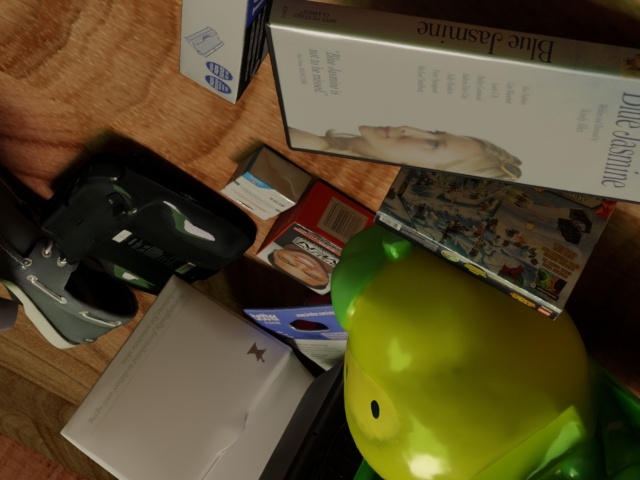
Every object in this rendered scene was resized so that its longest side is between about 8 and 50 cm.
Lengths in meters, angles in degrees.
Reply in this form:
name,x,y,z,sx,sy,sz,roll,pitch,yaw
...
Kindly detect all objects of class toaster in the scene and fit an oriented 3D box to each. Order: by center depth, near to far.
name,x,y,z,sx,sy,sz,roll,pitch,yaw
toaster,0.041,0.226,1.667,0.168,0.186,0.110,32,158,-11

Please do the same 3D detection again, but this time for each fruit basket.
name,x,y,z,sx,sy,sz,roll,pitch,yaw
fruit basket,0.123,0.159,1.331,0.392,0.283,0.392,29,-171,-5

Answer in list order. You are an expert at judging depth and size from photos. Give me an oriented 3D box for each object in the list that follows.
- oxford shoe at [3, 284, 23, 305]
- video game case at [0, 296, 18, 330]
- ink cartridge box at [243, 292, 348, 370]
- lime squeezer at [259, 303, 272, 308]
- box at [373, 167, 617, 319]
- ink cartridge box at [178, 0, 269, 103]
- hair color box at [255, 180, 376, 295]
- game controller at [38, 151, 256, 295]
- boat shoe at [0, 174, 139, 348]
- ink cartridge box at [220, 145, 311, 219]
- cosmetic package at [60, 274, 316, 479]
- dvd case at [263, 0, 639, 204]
name,x,y,z,sx,sy,sz,roll,pitch,yaw
oxford shoe,-0.342,0.017,2.108,0.076,0.076,0.212,63,-171,29
video game case,-0.459,0.039,1.783,0.299,0.036,0.329,14,179,-1
ink cartridge box,0.096,0.126,1.705,0.311,0.065,0.185,35,162,-23
lime squeezer,0.066,0.172,1.887,0.310,0.059,0.110,38,160,-27
box,0.116,-0.021,1.219,0.137,0.094,0.027,29,162,3
ink cartridge box,-0.038,-0.163,1.063,0.046,0.097,0.207,30,163,5
hair color box,0.000,0.000,1.540,0.072,0.043,0.141,31,163,-6
game controller,-0.171,-0.012,1.775,0.166,0.067,0.319,19,166,-15
boat shoe,-0.293,0.006,1.966,0.099,0.116,0.319,-12,143,16
ink cartridge box,-0.046,-0.046,1.510,0.048,0.028,0.083,34,162,-12
cosmetic package,-0.096,0.196,1.885,0.155,0.197,0.365,33,171,21
dvd case,0.097,-0.077,1.094,0.253,0.022,0.180,9,160,7
